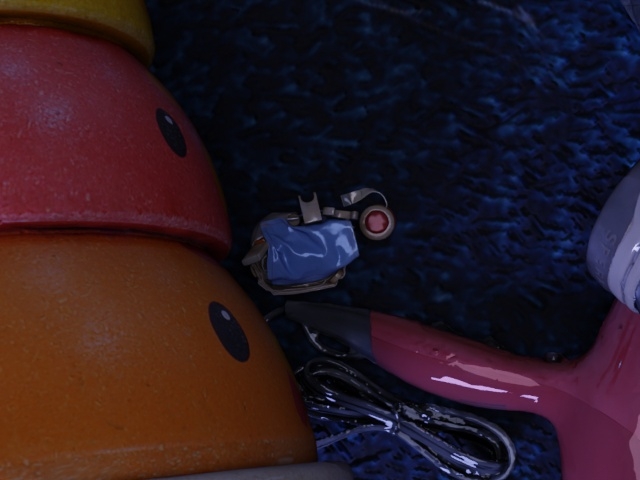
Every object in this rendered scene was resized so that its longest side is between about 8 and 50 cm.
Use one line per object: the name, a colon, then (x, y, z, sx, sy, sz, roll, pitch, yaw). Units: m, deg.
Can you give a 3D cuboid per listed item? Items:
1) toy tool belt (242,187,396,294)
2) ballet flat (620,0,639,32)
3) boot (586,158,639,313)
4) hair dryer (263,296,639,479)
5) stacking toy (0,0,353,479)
toy tool belt: (0.000, 0.000, 0.951, 0.083, 0.051, 0.052, -16, 90, 3)
ballet flat: (0.160, -0.153, 0.950, 0.049, 0.057, 0.173, -37, 87, 44)
boot: (0.349, 0.003, 0.814, 0.377, 0.138, 0.284, -28, 59, -13)
hair dryer: (0.106, 0.078, 0.932, 0.293, 0.080, 0.223, -36, 88, 3)
stacking toy: (-0.181, -0.062, 0.837, 0.350, 0.350, 0.480, -7, 83, 4)
